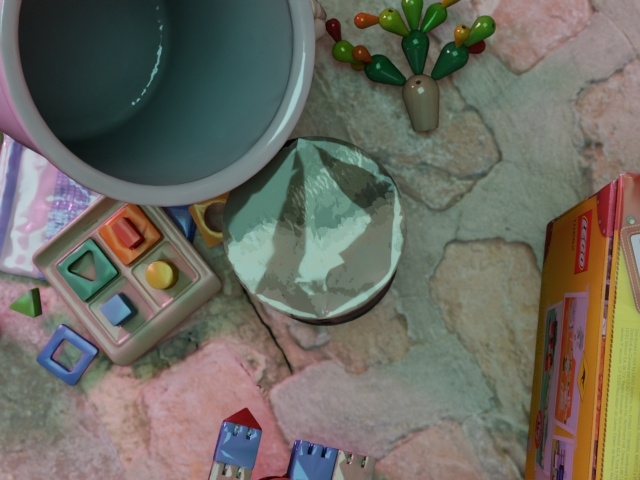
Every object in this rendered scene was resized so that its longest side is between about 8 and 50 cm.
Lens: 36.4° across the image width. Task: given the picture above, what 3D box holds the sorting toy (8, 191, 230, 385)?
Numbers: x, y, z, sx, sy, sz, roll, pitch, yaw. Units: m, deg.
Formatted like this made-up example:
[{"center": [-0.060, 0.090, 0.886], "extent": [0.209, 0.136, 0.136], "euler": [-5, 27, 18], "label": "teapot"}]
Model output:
[{"center": [-0.255, 0.041, 1.274], "extent": [0.348, 0.047, 0.196], "euler": [-40, 91, 3], "label": "sorting toy"}]

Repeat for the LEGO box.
[{"center": [0.360, 0.205, 1.089], "extent": [0.193, 0.372, 0.500], "euler": [6, 85, 3], "label": "LEGO box"}]

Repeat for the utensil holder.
[{"center": [-0.237, -0.232, 1.099], "extent": [0.328, 0.385, 0.327], "euler": [-8, 107, -28], "label": "utensil holder"}]

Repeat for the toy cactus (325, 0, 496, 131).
[{"center": [0.124, -0.238, 1.298], "extent": [0.219, 0.112, 0.180], "euler": [-9, 102, -1], "label": "toy cactus"}]

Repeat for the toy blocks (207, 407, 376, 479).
[{"center": [-0.010, 0.365, 1.201], "extent": [0.382, 0.191, 0.260], "euler": [16, 76, -6], "label": "toy blocks"}]

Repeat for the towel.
[{"center": [-0.308, -0.040, 1.318], "extent": [0.285, 0.034, 0.209], "euler": [9, 85, 4], "label": "towel"}]

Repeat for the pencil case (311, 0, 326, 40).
[{"center": [-0.103, -0.443, 1.249], "extent": [0.184, 0.160, 0.410], "euler": [-5, 100, 44], "label": "pencil case"}]

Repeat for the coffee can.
[{"center": [0.000, 0.000, 1.177], "extent": [0.202, 0.275, 0.201], "euler": [0, 84, 2], "label": "coffee can"}]
